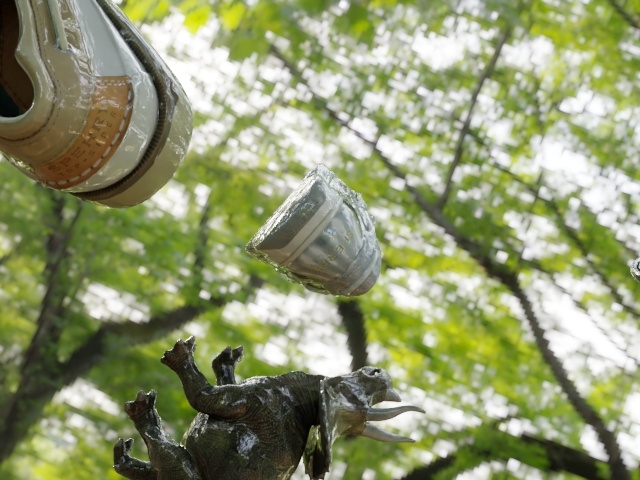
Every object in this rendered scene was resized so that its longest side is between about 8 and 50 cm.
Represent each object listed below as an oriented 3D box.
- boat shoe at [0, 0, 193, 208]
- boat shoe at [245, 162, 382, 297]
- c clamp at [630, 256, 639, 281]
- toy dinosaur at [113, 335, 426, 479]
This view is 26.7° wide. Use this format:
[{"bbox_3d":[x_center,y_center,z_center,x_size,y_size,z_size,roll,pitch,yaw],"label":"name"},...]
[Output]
[{"bbox_3d":[-0.187,-0.137,0.683,0.302,0.113,0.103,41,9,27],"label":"boat shoe"},{"bbox_3d":[0.002,-0.002,1.299,0.103,0.118,0.320,42,-1,-3],"label":"boat shoe"},{"bbox_3d":[0.290,0.010,0.947,0.161,0.022,0.137,-9,11,-5],"label":"c clamp"},{"bbox_3d":[-0.086,0.183,1.096,0.160,0.313,0.121,48,0,27],"label":"toy dinosaur"}]
